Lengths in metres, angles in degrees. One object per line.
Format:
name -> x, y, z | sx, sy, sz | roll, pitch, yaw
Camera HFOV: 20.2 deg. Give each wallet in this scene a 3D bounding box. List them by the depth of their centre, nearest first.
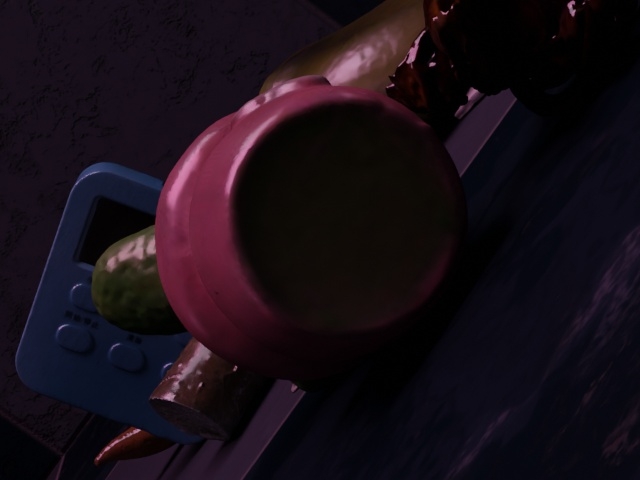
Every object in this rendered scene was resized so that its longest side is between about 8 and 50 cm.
wallet -> 0.156, -0.150, 1.712 | 0.083, 0.011, 0.044 | -45, 12, 52

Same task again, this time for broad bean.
broad bean -> 0.058, -0.170, 1.835 | 0.291, 0.119, 0.238 | -28, 13, 23

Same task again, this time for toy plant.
toy plant -> 0.000, -0.005, 1.365 | 0.317, 0.211, 0.356 | -22, -7, -16

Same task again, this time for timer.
timer -> -0.181, 0.064, 1.882 | 0.091, 0.231, 0.250 | -72, 2, -69

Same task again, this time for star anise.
star anise -> 0.135, -0.146, 1.300 | 0.190, 0.126, 0.220 | -9, 14, 21

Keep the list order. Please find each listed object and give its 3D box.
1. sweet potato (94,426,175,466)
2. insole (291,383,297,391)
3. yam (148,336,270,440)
sweet potato -> -0.147, 0.160, 2.051 | 0.059, 0.067, 0.281 | 12, 63, 54
insole -> 0.027, 0.055, 1.617 | 0.197, 0.004, 0.065 | -57, 7, -18
yam -> -0.067, 0.080, 1.774 | 0.259, 0.093, 0.093 | -57, 7, -25
